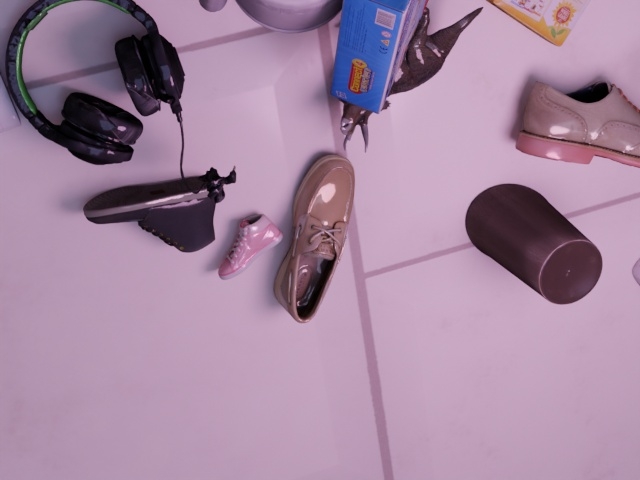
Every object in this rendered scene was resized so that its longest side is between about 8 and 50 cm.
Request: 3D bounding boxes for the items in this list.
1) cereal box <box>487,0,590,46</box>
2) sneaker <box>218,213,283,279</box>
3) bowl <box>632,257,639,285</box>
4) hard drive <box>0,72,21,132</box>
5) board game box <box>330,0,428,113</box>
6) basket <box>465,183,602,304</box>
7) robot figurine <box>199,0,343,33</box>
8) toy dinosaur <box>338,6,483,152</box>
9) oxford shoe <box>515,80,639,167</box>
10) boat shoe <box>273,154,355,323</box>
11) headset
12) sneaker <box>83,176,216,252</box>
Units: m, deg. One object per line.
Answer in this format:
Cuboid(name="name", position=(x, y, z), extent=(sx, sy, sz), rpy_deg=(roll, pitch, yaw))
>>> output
Cuboid(name="cereal box", position=(0.410, -0.477, 1.839), extent=(0.173, 0.047, 0.240), rpy_deg=(26, 102, -29))
Cuboid(name="sneaker", position=(-0.136, 0.005, 1.863), extent=(0.134, 0.051, 0.070), rpy_deg=(-38, 119, -4))
Cuboid(name="bowl", position=(0.727, 0.062, 2.203), extent=(0.142, 0.053, 0.142), rpy_deg=(-46, 120, 6))
Cuboid(name="hard drive", position=(-0.629, -0.212, 1.588), extent=(0.307, 0.040, 0.203), rpy_deg=(-22, 119, -10))
Cuboid(name="board game box", position=(0.117, -0.388, 1.568), extent=(0.086, 0.308, 0.302), rpy_deg=(22, 71, 4))
Cuboid(name="basket", position=(0.399, 0.011, 1.958), extent=(0.204, 0.227, 0.154), rpy_deg=(20, 105, -26))
Cuboid(name="robot figurine", position=(-0.041, -0.413, 1.550), extent=(0.300, 0.353, 0.200), rpy_deg=(-21, 92, -2))
Cuboid(name="toy dinosaur", position=(0.130, -0.303, 1.798), extent=(0.313, 0.121, 0.160), rpy_deg=(-34, 132, -8))
Cuboid(name="oxford shoe", position=(0.551, -0.214, 1.964), extent=(0.397, 0.140, 0.146), rpy_deg=(1, 105, -24))
Cuboid(name="boat shoe", position=(0.000, 0.000, 1.881), extent=(0.109, 0.098, 0.302), rpy_deg=(11, 109, -24))
Cuboid(name="headset", position=(-0.295, -0.206, 1.628), extent=(0.394, 0.185, 0.243), rpy_deg=(43, 95, -19))
Cuboid(name="sneaker", position=(-0.276, -0.027, 1.777), extent=(0.222, 0.083, 0.118), rpy_deg=(-10, 117, -17))
